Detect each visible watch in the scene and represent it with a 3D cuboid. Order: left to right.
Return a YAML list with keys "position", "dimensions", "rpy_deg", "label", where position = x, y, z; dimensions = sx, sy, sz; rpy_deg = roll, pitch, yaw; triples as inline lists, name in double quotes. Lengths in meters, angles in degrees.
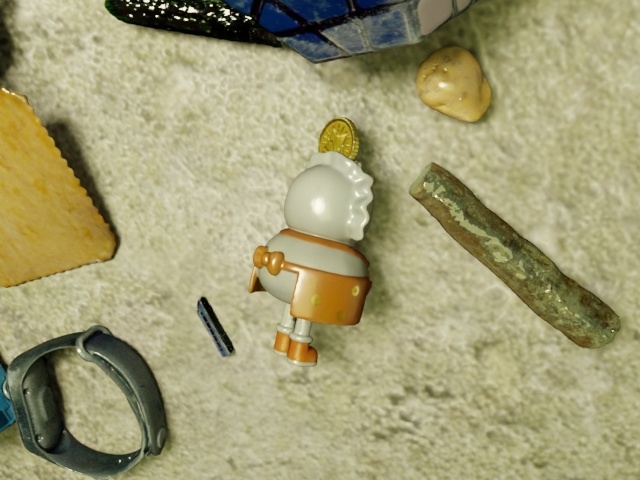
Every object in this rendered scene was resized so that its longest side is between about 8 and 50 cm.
- position: [-0.310, 0.216, 0.699]
  dimensions: [0.192, 0.068, 0.207]
  rpy_deg: [-2, 105, 5]
  label: "watch"

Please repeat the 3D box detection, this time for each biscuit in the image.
- position: [-0.398, -0.048, 0.642]
  dimensions: [0.231, 0.013, 0.237]
  rpy_deg: [-15, 120, 11]
  label: "biscuit"

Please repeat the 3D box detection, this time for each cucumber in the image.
- position: [-0.139, -0.253, 0.582]
  dimensions: [0.214, 0.058, 0.052]
  rpy_deg: [10, 137, 9]
  label: "cucumber"

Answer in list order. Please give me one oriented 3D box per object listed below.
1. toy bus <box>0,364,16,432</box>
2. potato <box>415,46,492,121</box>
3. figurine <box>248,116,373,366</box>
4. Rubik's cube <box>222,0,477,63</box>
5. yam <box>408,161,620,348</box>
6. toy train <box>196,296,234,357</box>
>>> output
- position: [-0.490, 0.188, 0.697]
  dimensions: [0.090, 0.106, 0.185]
  rpy_deg: [-30, 96, 15]
  label: "toy bus"
- position: [0.145, -0.166, 0.562]
  dimensions: [0.083, 0.062, 0.068]
  rpy_deg: [34, 121, -22]
  label: "potato"
- position: [-0.008, 0.002, 0.579]
  dimensions: [0.143, 0.143, 0.272]
  rpy_deg: [2, 104, 8]
  label: "figurine"
- position: [0.028, -0.315, 0.438]
  dimensions: [0.318, 0.319, 0.264]
  rpy_deg: [16, 77, 5]
  label: "Rubik's cube"
- position: [0.214, 0.017, 0.587]
  dimensions: [0.274, 0.061, 0.061]
  rpy_deg: [41, 104, -1]
  label: "yam"
- position: [-0.140, 0.111, 0.677]
  dimensions: [0.017, 0.017, 0.083]
  rpy_deg: [-25, 97, 19]
  label: "toy train"
